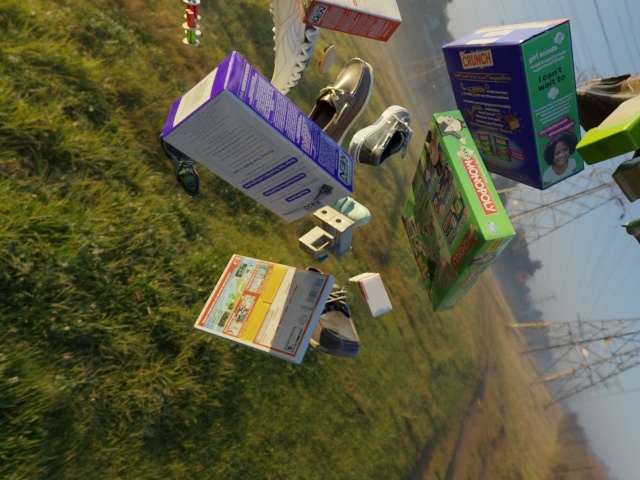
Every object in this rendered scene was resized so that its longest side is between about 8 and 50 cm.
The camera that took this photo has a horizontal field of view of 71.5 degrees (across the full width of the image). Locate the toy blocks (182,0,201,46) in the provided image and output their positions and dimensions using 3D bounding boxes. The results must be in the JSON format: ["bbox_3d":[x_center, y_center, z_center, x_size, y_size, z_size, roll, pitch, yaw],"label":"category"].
[{"bbox_3d":[-0.408,-0.712,1.403,0.148,0.054,0.123,104,-17,-46],"label":"toy blocks"}]

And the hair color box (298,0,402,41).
[{"bbox_3d":[0.046,-0.399,0.742,0.167,0.053,0.093,-1,70,-29],"label":"hair color box"}]

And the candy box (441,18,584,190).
[{"bbox_3d":[0.424,-0.303,0.990,0.317,0.122,0.268,64,-6,-28],"label":"candy box"}]

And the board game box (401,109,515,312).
[{"bbox_3d":[0.209,-0.028,0.750,0.317,0.046,0.214,88,-12,-65],"label":"board game box"}]

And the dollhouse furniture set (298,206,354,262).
[{"bbox_3d":[0.000,0.000,1.452,0.183,0.128,0.130,-36,146,-32],"label":"dollhouse furniture set"}]

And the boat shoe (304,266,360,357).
[{"bbox_3d":[0.003,0.170,1.155,0.132,0.131,0.355,10,16,-27],"label":"boat shoe"}]

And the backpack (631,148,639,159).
[{"bbox_3d":[1.227,-0.297,1.540,0.276,0.213,0.264,36,-24,30],"label":"backpack"}]

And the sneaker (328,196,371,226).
[{"bbox_3d":[0.060,-0.145,1.612,0.094,0.255,0.151,-55,154,-13],"label":"sneaker"}]

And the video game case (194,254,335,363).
[{"bbox_3d":[-0.129,0.144,1.006,0.204,0.284,0.025,-65,148,-25],"label":"video game case"}]

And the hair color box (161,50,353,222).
[{"bbox_3d":[-0.107,-0.179,0.874,0.338,0.185,0.110,35,47,-38],"label":"hair color box"}]

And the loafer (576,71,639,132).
[{"bbox_3d":[0.667,-0.286,0.928,0.134,0.130,0.366,53,8,-19],"label":"loafer"}]

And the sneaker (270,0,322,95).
[{"bbox_3d":[-0.053,-0.435,0.897,0.118,0.292,0.110,21,35,-12],"label":"sneaker"}]

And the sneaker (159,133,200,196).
[{"bbox_3d":[-0.363,-0.200,1.177,0.078,0.067,0.188,42,-26,58],"label":"sneaker"}]

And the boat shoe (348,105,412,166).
[{"bbox_3d":[0.191,-0.279,1.196,0.306,0.104,0.113,-39,146,-49],"label":"boat shoe"}]

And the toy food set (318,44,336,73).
[{"bbox_3d":[0.018,-0.507,1.242,0.020,0.083,0.083,32,14,8],"label":"toy food set"}]

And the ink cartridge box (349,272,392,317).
[{"bbox_3d":[0.201,0.220,1.825,0.218,0.092,0.159,154,-85,-80],"label":"ink cartridge box"}]

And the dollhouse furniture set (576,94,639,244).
[{"bbox_3d":[0.537,-0.075,0.597,0.302,0.151,0.197,51,-19,-6],"label":"dollhouse furniture set"}]

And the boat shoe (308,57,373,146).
[{"bbox_3d":[0.033,-0.350,1.193,0.116,0.325,0.096,31,4,37],"label":"boat shoe"}]
